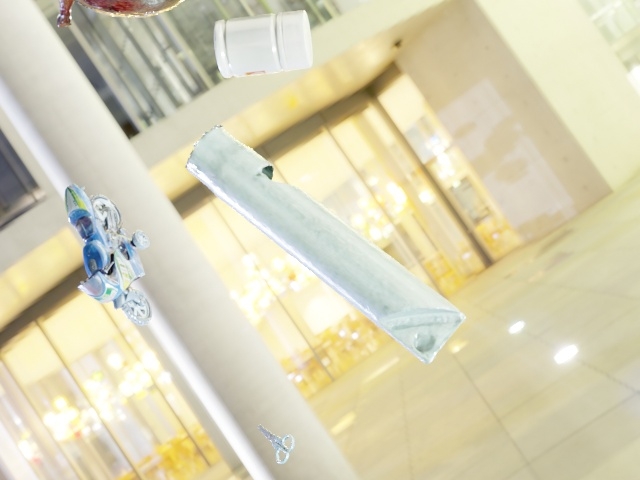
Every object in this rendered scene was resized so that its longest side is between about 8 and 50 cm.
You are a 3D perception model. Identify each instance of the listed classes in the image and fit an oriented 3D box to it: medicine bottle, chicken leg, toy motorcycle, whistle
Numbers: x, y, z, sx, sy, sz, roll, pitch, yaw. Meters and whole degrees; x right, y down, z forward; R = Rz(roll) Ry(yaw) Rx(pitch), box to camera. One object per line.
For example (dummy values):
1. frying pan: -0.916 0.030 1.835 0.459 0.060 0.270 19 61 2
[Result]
1. medicine bottle: -0.055 -0.190 0.962 0.089 0.057 0.057 -6 1 8
2. chicken leg: -0.404 -0.403 1.550 0.093 0.053 0.205 -56 -10 -7
3. toy motorcycle: -0.354 0.024 1.633 0.092 0.255 0.135 -32 -23 24
4. whistle: 0.000 0.000 0.952 0.062 0.312 0.062 -46 -17 -19

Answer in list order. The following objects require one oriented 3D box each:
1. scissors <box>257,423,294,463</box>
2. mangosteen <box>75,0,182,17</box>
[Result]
1. scissors: -0.057 0.239 1.196 0.083 0.006 0.036 27 93 55
2. mangosteen: -0.232 -0.420 1.266 0.288 0.288 0.288 -34 -3 -2
